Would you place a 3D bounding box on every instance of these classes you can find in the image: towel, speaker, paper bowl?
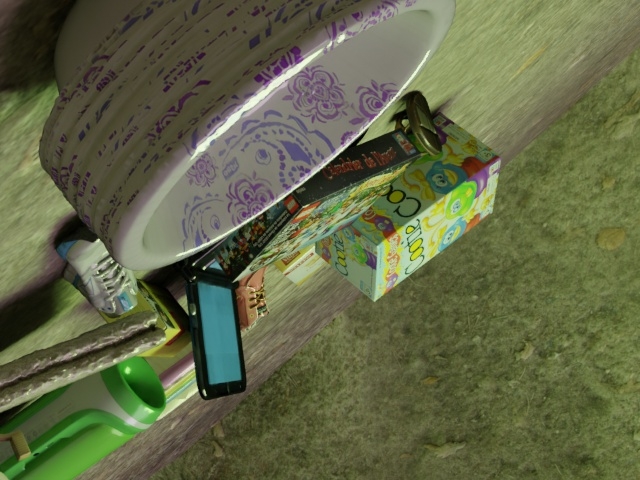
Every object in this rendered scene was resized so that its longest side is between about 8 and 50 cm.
[{"bbox_3d":[-0.313,0.146,1.283,0.282,0.049,0.187,-22,177,-34],"label":"towel"},{"bbox_3d":[-0.358,0.268,1.663,0.297,0.131,0.131,-36,173,12],"label":"speaker"},{"bbox_3d":[-0.061,-0.120,0.811,0.284,0.148,0.284,-37,172,-6],"label":"paper bowl"}]

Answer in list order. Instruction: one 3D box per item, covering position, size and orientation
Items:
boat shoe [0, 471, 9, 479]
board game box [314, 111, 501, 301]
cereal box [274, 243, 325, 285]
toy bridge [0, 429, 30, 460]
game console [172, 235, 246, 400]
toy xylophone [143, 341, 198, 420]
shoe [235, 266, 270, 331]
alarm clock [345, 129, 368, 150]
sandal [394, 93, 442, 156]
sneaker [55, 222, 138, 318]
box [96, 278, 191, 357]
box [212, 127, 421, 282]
[{"bbox_3d":[-0.441,0.313,1.432,0.324,0.097,0.116,85,13,-60],"label":"boat shoe"},{"bbox_3d":[0.138,-0.056,1.936,0.275,0.142,0.144,-35,148,-25],"label":"board game box"},{"bbox_3d":[0.000,0.000,2.109,0.173,0.047,0.240,-40,172,0],"label":"cereal box"},{"bbox_3d":[-0.462,0.275,1.512,0.188,0.063,0.026,-20,165,-25],"label":"toy bridge"},{"bbox_3d":[-0.087,0.073,1.682,0.250,0.173,0.293,-39,173,3],"label":"game console"},{"bbox_3d":[-0.235,0.209,2.101,0.236,0.081,0.322,-38,172,-9],"label":"toy xylophone"},{"bbox_3d":[-0.108,0.083,1.967,0.063,0.081,0.178,-33,170,-36],"label":"shoe"},{"bbox_3d":[0.011,-0.129,1.409,0.192,0.064,0.129,-46,169,26],"label":"alarm clock"},{"bbox_3d":[0.139,-0.163,1.790,0.060,0.090,0.219,-18,-178,7],"label":"sandal"},{"bbox_3d":[-0.211,0.030,1.215,0.071,0.083,0.190,-35,170,-15],"label":"sneaker"},{"bbox_3d":[-0.219,0.102,1.569,0.058,0.087,0.232,-39,171,0],"label":"box"},{"bbox_3d":[-0.002,-0.044,1.428,0.233,0.044,0.159,-26,166,-47],"label":"box"}]
